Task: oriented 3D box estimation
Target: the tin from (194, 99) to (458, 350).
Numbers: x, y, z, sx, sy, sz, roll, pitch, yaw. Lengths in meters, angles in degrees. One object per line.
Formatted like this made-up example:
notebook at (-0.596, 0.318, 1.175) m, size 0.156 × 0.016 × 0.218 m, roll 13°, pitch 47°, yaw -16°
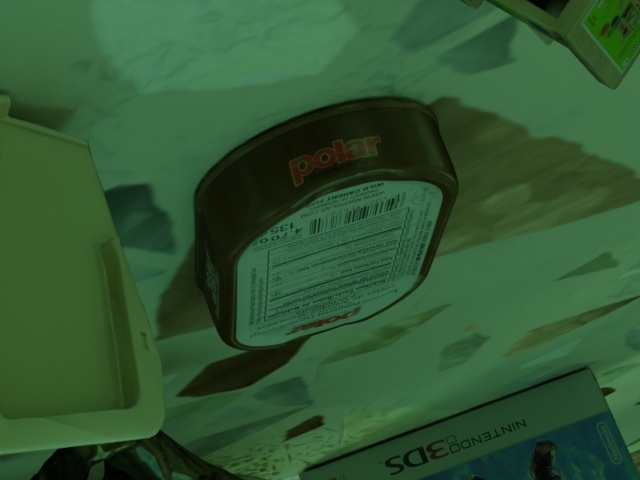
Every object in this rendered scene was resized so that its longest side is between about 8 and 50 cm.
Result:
tin at (0.000, 0.000, 0.653) m, size 0.106 × 0.040 × 0.189 m, roll -14°, pitch 160°, yaw -9°

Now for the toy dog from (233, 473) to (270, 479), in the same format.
toy dog at (-0.053, 0.361, 0.919) m, size 0.285 × 0.408 × 0.395 m, roll -30°, pitch 154°, yaw -6°

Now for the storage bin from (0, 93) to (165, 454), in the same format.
storage bin at (-0.225, 0.067, 0.467) m, size 0.260 × 0.123 × 0.262 m, roll 1°, pitch 151°, yaw -46°

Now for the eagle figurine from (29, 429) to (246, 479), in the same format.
eagle figurine at (-0.140, 0.206, 0.685) m, size 0.226 × 0.298 × 0.225 m, roll 19°, pitch 153°, yaw 14°

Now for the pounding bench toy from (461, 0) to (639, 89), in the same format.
pounding bench toy at (0.075, -0.099, 0.433) m, size 0.083 × 0.065 × 0.052 m, roll -57°, pitch 153°, yaw 5°

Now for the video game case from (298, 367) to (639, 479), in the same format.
video game case at (0.141, 0.261, 1.137) m, size 0.244 × 0.269 × 0.061 m, roll -20°, pitch 158°, yaw -5°
